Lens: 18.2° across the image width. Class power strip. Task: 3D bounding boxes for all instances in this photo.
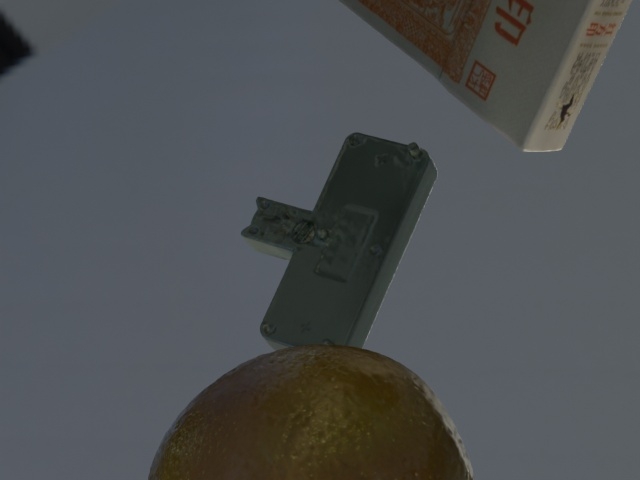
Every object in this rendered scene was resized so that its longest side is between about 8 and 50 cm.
[{"bbox_3d":[0.000,0.000,1.794,0.145,0.061,0.215,15,-110,26],"label":"power strip"}]

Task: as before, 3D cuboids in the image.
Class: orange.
[{"bbox_3d":[-0.006,0.181,1.393,0.236,0.236,0.236,-8,-159,3],"label":"orange"}]

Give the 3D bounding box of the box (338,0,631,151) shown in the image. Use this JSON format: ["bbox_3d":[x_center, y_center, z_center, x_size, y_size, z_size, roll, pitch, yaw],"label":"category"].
[{"bbox_3d":[0.082,-0.244,1.451,0.051,0.204,0.365,-5,-143,-44],"label":"box"}]
